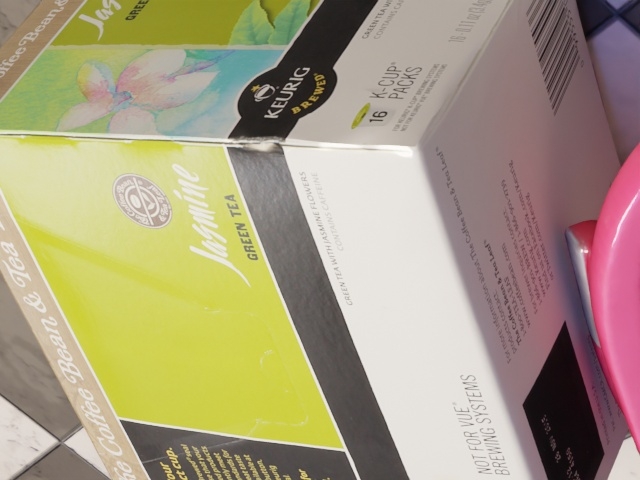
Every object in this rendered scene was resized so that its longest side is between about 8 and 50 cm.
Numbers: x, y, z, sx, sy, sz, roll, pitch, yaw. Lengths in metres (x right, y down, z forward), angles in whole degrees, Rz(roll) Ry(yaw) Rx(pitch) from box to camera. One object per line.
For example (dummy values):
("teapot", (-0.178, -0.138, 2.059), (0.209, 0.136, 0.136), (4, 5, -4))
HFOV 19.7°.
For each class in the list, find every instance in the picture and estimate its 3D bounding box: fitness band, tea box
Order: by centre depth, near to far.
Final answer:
("fitness band", (0.254, 0.027, 1.031), (0.209, 0.054, 0.291), (-21, 128, 2))
("tea box", (0.000, 0.000, 1.107), (0.323, 0.220, 0.329), (4, 133, 29))
